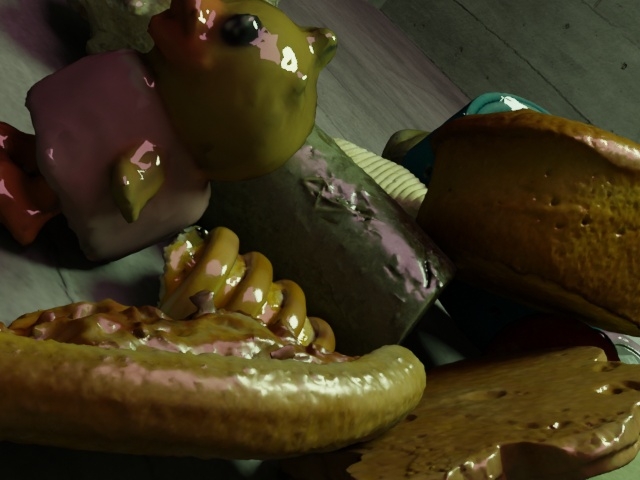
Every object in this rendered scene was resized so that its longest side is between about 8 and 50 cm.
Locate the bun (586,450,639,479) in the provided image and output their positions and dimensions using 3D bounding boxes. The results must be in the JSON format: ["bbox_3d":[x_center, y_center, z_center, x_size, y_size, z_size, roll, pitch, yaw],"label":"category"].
[{"bbox_3d":[0.250,0.277,0.667,0.293,0.187,0.293,16,9,-3],"label":"bun"}]

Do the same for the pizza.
[{"bbox_3d":[-0.083,0.079,0.537,0.365,0.074,0.182,9,11,-29],"label":"pizza"}]

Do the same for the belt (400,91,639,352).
[{"bbox_3d":[0.295,0.014,1.171,0.436,0.173,0.300,47,49,-2],"label":"belt"}]

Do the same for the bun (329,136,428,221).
[{"bbox_3d":[0.045,-0.031,1.040,0.222,0.127,0.222,26,17,-8],"label":"bun"}]

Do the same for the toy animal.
[{"bbox_3d":[-0.114,-0.093,0.678,0.169,0.281,0.195,51,8,-41],"label":"toy animal"}]

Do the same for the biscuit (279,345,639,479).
[{"bbox_3d":[0.126,0.141,0.656,0.376,0.269,0.051,-12,90,-62],"label":"biscuit"}]

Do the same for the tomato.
[{"bbox_3d":[0.231,0.168,0.879,0.151,0.187,0.187,4,26,-5],"label":"tomato"}]

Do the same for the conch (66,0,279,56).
[{"bbox_3d":[-0.163,-0.283,1.061,0.297,0.210,0.352,29,45,29],"label":"conch"}]

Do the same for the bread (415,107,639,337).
[{"bbox_3d":[0.236,-0.016,0.880,0.312,0.172,0.312,23,-7,3],"label":"bread"}]

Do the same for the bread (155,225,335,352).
[{"bbox_3d":[-0.060,0.061,0.703,0.177,0.084,0.119,41,20,-12],"label":"bread"}]

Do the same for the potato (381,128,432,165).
[{"bbox_3d":[0.185,-0.093,1.380,0.235,0.160,0.178,40,-25,42],"label":"potato"}]

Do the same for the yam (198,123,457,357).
[{"bbox_3d":[0.000,0.000,0.823,0.268,0.161,0.161,47,20,15],"label":"yam"}]

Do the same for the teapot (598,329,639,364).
[{"bbox_3d":[0.324,0.197,1.007,0.116,0.146,0.148,-3,50,-37],"label":"teapot"}]
